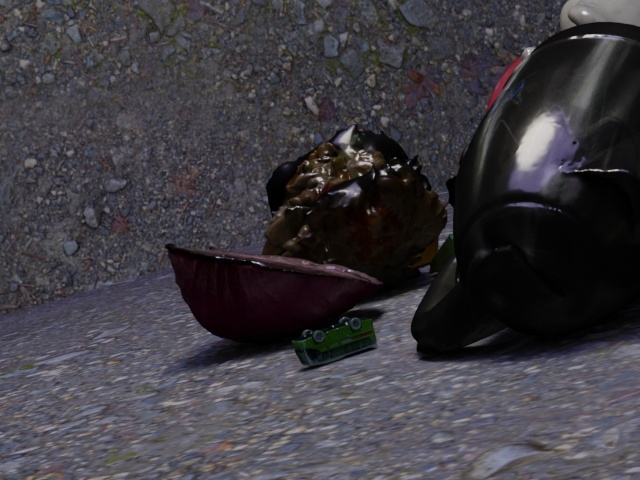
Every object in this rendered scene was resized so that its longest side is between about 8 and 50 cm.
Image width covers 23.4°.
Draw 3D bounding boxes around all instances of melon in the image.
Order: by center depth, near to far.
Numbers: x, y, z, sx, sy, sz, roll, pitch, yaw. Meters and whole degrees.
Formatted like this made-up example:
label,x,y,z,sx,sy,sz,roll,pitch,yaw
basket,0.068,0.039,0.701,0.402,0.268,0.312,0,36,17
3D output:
label,x,y,z,sx,sy,sz,roll,pitch,yaw
melon,0.235,0.012,2.120,0.114,0.053,0.261,-34,-13,37

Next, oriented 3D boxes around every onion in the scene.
label,x,y,z,sx,sy,sz,roll,pitch,yaw
onion,-0.056,0.072,1.835,0.247,0.111,0.250,10,0,14

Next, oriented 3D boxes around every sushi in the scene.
label,x,y,z,sx,sy,sz,roll,pitch,yaw
sushi,0.053,-0.023,2.039,0.238,0.225,0.219,-55,21,2

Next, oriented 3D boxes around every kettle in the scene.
label,x,y,z,sx,sy,sz,roll,pitch,yaw
kettle,0.206,-0.018,1.454,0.321,0.228,0.324,-38,8,38

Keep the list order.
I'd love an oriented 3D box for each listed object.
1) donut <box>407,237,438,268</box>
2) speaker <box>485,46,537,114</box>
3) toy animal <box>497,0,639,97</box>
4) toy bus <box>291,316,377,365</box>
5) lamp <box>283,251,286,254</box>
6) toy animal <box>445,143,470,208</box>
label,x,y,z,sx,sy,sz,roll,pitch,yaw
donut,0.109,0.011,2.277,0.152,0.058,0.152,-11,7,1
speaker,0.380,-0.152,2.141,0.294,0.294,0.294,-14,4,1
toy animal,0.323,-0.178,1.679,0.174,0.289,0.249,-1,-16,36
toy bus,0.015,0.102,1.565,0.083,0.037,0.031,-17,6,-24
lamp,0.000,0.000,2.357,0.121,0.121,0.215,-13,18,22
toy animal,0.276,-0.078,1.890,0.212,0.213,0.267,-14,4,-4
